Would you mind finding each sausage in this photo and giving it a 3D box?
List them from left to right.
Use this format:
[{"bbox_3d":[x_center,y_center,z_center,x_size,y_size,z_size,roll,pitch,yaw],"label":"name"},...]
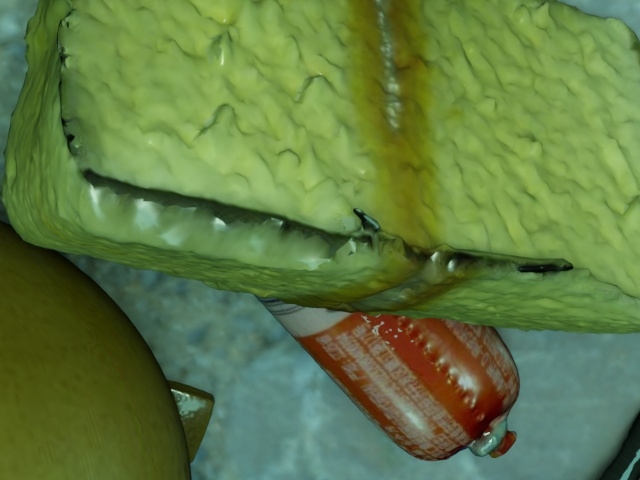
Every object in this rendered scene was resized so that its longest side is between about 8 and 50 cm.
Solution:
[{"bbox_3d":[0.000,0.000,0.764,0.074,0.074,0.274,-35,109,16],"label":"sausage"}]

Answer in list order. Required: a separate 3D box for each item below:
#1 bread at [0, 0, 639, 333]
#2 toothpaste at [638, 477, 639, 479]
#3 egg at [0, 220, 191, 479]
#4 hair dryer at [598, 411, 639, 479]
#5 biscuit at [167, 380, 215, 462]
[{"bbox_3d":[0.016,-0.028,0.677,0.266,0.178,0.142,11,123,-20],"label":"bread"},{"bbox_3d":[0.239,0.143,0.837,0.205,0.036,0.056,17,118,-21],"label":"toothpaste"},{"bbox_3d":[-0.210,0.107,0.721,0.322,0.250,0.250,-5,115,14],"label":"egg"},{"bbox_3d":[0.028,0.188,0.844,0.303,0.120,0.359,35,100,-19],"label":"hair dryer"},{"bbox_3d":[-0.090,0.093,0.840,0.092,0.016,0.082,-19,113,11],"label":"biscuit"}]
